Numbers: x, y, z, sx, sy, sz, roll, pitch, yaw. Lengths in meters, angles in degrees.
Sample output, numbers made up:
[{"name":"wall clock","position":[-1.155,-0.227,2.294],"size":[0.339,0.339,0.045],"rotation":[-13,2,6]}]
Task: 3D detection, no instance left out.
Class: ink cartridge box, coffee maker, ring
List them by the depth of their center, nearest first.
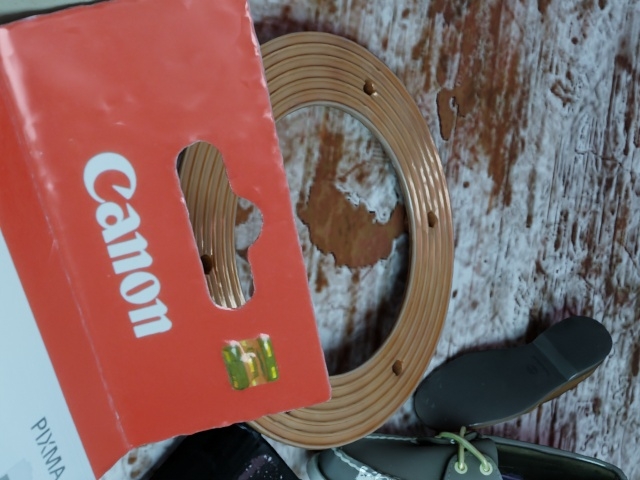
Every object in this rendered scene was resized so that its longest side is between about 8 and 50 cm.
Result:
[{"name":"ink cartridge box","position":[-0.193,0.052,0.680],"size":[0.385,0.091,0.308],"rotation":[-14,126,-4]},{"name":"coffee maker","position":[-0.114,0.222,0.983],"size":[0.171,0.120,0.178],"rotation":[48,66,-5]},{"name":"ring","position":[0.000,0.000,1.027],"size":[0.337,0.032,0.336],"rotation":[4,85,-48]}]

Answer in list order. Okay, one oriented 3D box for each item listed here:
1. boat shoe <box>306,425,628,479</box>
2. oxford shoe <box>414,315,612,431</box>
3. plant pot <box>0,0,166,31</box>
[{"name":"boat shoe","position":[0.135,0.212,1.119],"size":[0.305,0.109,0.091],"rotation":[17,114,-23]},{"name":"oxford shoe","position":[0.181,0.143,1.205],"size":[0.212,0.076,0.076],"rotation":[-17,148,-23]},{"name":"plant pot","position":[-0.215,-0.176,0.729],"size":[0.274,0.256,0.256],"rotation":[-32,124,18]}]
